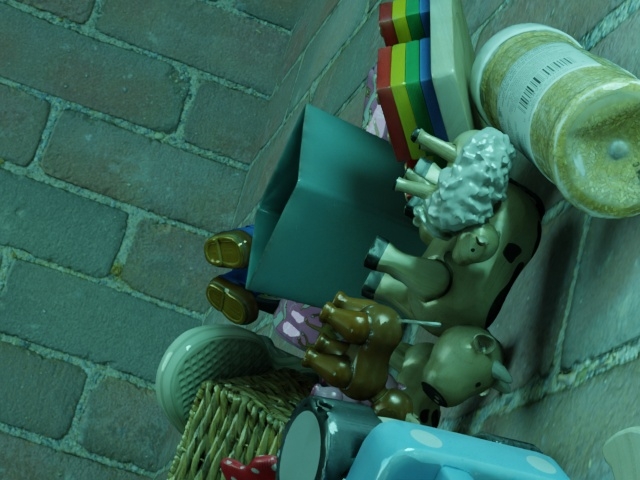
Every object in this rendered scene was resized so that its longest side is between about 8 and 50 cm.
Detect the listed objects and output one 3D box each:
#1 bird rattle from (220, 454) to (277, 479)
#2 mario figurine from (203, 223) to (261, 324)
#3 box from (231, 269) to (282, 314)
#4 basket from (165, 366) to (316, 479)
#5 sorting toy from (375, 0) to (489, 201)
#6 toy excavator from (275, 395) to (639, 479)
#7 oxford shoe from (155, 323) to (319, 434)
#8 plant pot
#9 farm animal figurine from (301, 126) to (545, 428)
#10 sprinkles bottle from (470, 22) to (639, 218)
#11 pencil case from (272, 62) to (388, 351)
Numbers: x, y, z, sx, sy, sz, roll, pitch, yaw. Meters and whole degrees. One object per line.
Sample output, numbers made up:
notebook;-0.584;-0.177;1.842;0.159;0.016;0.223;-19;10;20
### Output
bird rattle;0.043;0.240;1.453;0.207;0.253;0.143;-35;35;21
mario figurine;0.000;0.000;2.146;0.320;0.170;0.198;-29;-17;-41
box;-0.051;0.042;2.497;0.180;0.147;0.078;124;162;-52
basket;-0.065;0.336;2.034;0.223;0.213;0.299;1;-67;-62
sorting toy;0.127;-0.127;1.692;0.257;0.089;0.255;-86;-19;-55
toy excavator;0.128;0.263;1.167;0.433;0.222;0.445;-67;25;16
oxford shoe;-0.135;0.186;2.167;0.169;0.130;0.449;-58;-20;3
plant pot;0.057;-0.015;1.815;0.165;0.234;0.166;-86;18;-53
farm animal figurine;0.118;0.076;1.504;0.327;0.172;0.330;-64;-10;-6
sprinkles bottle;0.227;-0.118;1.450;0.355;0.121;0.121;-110;40;-74
pencil case;0.067;-0.024;2.005;0.167;0.160;0.386;3;-68;-54
